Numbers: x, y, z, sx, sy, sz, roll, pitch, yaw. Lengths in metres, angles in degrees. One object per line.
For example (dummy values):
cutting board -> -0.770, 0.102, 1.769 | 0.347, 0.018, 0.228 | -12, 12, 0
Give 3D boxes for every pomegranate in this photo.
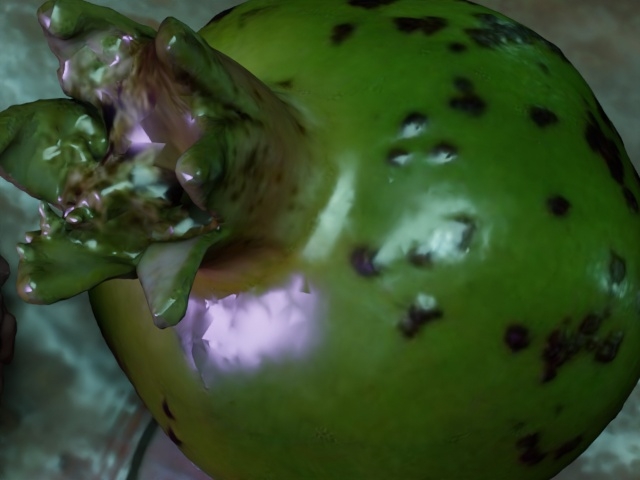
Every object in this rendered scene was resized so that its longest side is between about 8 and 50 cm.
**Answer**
pomegranate -> 0.016, 0.006, 0.668 | 0.231, 0.286, 0.231 | 0, 90, 10

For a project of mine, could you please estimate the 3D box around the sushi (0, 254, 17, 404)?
sushi -> -0.264, 0.017, 0.701 | 0.270, 0.171, 0.236 | -19, 75, -5
